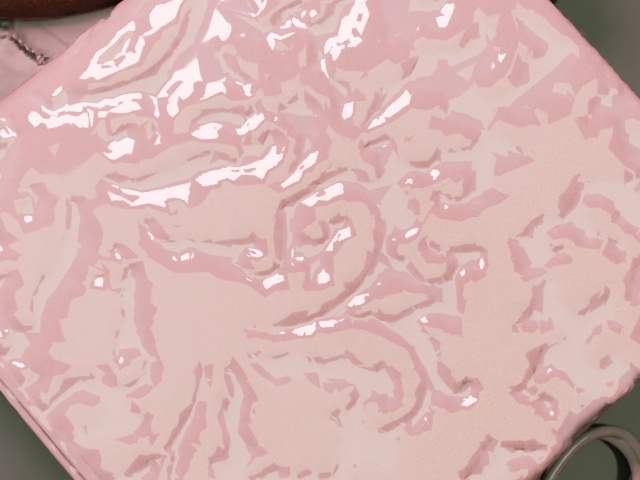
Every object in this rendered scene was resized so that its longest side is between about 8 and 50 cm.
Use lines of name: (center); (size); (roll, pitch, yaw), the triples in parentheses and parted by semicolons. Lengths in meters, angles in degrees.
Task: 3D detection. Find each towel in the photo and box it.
towel: (0.000, 0.000, 0.804); (0.332, 0.053, 0.317); (-40, 82, -6)

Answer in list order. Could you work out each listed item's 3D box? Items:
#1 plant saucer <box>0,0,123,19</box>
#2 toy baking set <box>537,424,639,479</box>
plant saucer: (-0.151, -0.267, 0.810); (0.311, 0.050, 0.310); (-1, 95, -6)
toy baking set: (0.064, 0.161, 0.811); (0.256, 0.030, 0.196); (25, 85, 2)
